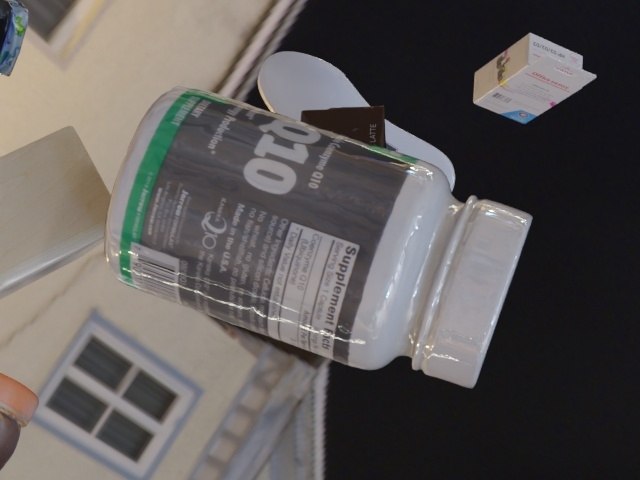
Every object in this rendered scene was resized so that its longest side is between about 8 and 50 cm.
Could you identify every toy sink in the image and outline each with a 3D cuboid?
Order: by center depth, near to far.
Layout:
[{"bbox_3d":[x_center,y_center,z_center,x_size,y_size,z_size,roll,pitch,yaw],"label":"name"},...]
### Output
[{"bbox_3d":[-0.332,-0.021,1.351,0.153,0.131,0.234,-29,-177,-23],"label":"toy sink"}]

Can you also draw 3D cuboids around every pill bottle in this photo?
[{"bbox_3d":[0.000,0.000,1.164,0.361,0.204,0.204,19,-113,9],"label":"pill bottle"}]

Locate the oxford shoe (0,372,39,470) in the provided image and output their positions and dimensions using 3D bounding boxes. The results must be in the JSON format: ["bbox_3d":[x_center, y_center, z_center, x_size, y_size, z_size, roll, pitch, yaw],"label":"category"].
[{"bbox_3d":[-0.479,0.194,1.351,0.364,0.130,0.132,1,-121,34],"label":"oxford shoe"}]

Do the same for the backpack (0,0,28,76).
[{"bbox_3d":[-0.382,-0.238,1.388,0.114,0.084,0.105,45,-59,46],"label":"backpack"}]

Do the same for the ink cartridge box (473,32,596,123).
[{"bbox_3d":[0.330,-0.255,1.904,0.181,0.104,0.061,-32,-135,55],"label":"ink cartridge box"}]

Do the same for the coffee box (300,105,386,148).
[{"bbox_3d":[0.033,-0.025,1.464,0.098,0.246,0.141,-1,-128,5],"label":"coffee box"}]

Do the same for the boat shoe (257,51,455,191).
[{"bbox_3d":[0.041,-0.141,1.665,0.108,0.301,0.102,-61,-172,-15],"label":"boat shoe"}]
